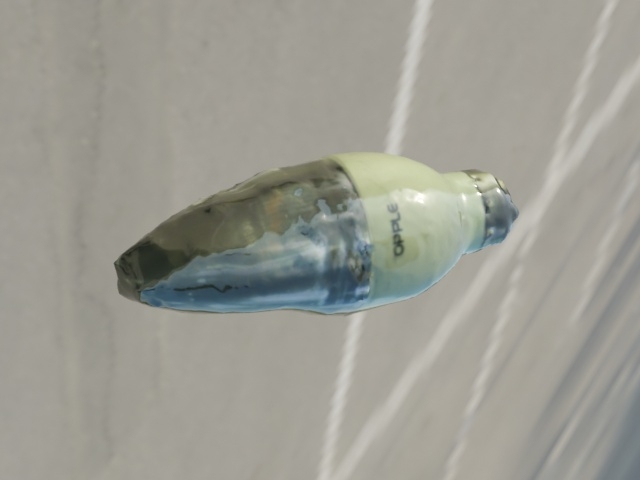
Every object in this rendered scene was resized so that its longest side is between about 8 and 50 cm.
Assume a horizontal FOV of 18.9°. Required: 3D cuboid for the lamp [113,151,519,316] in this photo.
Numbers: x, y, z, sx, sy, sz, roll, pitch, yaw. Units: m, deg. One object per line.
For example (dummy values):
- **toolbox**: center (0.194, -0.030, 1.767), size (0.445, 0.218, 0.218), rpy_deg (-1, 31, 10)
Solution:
- **lamp**: center (0.000, 0.000, 1.128), size (0.250, 0.101, 0.101), rpy_deg (-11, 143, -25)
